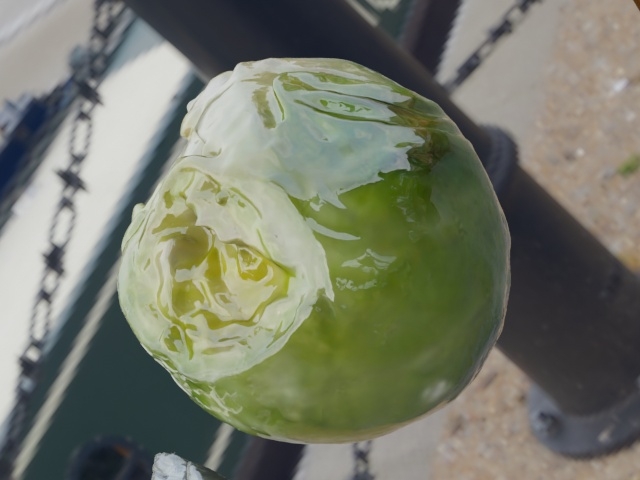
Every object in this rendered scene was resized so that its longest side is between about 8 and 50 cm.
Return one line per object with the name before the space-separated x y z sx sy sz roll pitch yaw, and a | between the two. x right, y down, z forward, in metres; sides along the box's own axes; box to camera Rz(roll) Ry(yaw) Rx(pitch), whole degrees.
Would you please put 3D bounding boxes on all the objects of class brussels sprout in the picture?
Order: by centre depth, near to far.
brussels sprout | 0.000 0.000 1.279 0.268 0.344 0.344 118 173 -48

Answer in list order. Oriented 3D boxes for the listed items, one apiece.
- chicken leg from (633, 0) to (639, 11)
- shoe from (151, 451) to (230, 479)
chicken leg | 0.153 -0.034 0.465 0.093 0.304 0.113 -8 36 31
shoe | -0.086 0.198 1.054 0.099 0.071 0.169 -63 19 -10
